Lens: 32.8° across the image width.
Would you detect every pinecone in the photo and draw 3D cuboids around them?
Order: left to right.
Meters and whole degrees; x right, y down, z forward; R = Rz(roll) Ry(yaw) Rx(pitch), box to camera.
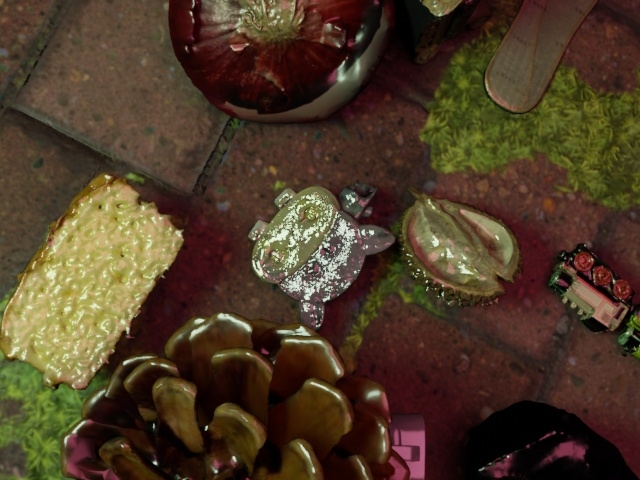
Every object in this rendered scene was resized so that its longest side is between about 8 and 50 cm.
[{"bbox_3d":[-0.106,0.238,1.059,0.384,0.384,0.385,2,79,-12],"label":"pinecone"}]

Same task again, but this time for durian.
[{"bbox_3d":[0.155,0.012,1.332,0.148,0.091,0.188,-25,71,-24],"label":"durian"}]

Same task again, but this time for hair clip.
[{"bbox_3d":[0.000,-0.002,1.306,0.146,0.056,0.187,41,83,10],"label":"hair clip"}]

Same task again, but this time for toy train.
[{"bbox_3d":[0.396,0.102,1.387,0.249,0.053,0.085,39,79,-3],"label":"toy train"}]

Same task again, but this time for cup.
[{"bbox_3d":[0.058,0.244,1.244,0.129,0.128,0.095,3,79,-10],"label":"cup"}]

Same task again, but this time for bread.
[{"bbox_3d":[-0.252,0.052,1.203,0.143,0.139,0.229,35,80,-3],"label":"bread"}]

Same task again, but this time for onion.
[{"bbox_3d":[-0.050,-0.278,1.300,0.272,0.195,0.272,-5,121,-9],"label":"onion"}]

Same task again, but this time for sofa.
[{"bbox_3d":[0.160,-0.358,1.319,0.182,0.258,0.200,-26,85,-3],"label":"sofa"}]

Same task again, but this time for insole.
[{"bbox_3d":[0.314,-0.324,1.473,0.119,0.009,0.348,29,74,-7],"label":"insole"}]

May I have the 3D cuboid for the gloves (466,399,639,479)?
[{"bbox_3d":[0.296,0.322,1.273,0.197,0.152,0.301,-29,93,5],"label":"gloves"}]
